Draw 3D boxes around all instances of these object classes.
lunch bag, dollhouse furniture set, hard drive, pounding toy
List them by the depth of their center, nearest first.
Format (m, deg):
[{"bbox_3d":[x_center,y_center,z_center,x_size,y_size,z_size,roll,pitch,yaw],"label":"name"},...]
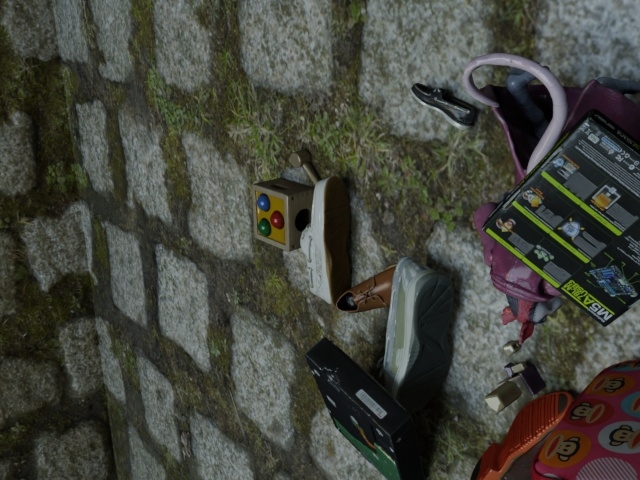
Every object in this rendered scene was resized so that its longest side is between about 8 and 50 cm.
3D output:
[{"bbox_3d":[0.423,0.257,0.757,0.258,0.293,0.120,-6,108,49],"label":"lunch bag"},{"bbox_3d":[0.289,0.236,1.055,0.091,0.114,0.081,60,144,12],"label":"dollhouse furniture set"},{"bbox_3d":[0.095,0.357,1.260,0.237,0.064,0.339,38,157,37],"label":"hard drive"},{"bbox_3d":[-0.066,-0.088,1.370,0.181,0.094,0.206,21,120,45],"label":"pounding toy"}]

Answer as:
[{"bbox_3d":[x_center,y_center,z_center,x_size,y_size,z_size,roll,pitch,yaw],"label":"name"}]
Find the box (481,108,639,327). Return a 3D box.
[{"bbox_3d":[0.315,-0.020,0.721,0.190,0.045,0.184,38,130,4],"label":"box"}]

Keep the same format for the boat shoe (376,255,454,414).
[{"bbox_3d":[0.168,0.185,1.181,0.103,0.118,0.321,41,138,50],"label":"boat shoe"}]

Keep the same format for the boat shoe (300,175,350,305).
[{"bbox_3d":[0.000,0.000,1.311,0.096,0.098,0.277,14,116,34],"label":"boat shoe"}]

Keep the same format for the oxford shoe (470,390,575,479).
[{"bbox_3d":[0.356,0.351,1.058,0.098,0.097,0.271,30,128,4],"label":"oxford shoe"}]

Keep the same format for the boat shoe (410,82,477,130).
[{"bbox_3d":[0.200,-0.227,1.037,0.125,0.046,0.038,44,134,27],"label":"boat shoe"}]

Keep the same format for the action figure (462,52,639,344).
[{"bbox_3d":[0.304,-0.031,0.828,0.248,0.275,0.371,22,106,37],"label":"action figure"}]

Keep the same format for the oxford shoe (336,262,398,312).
[{"bbox_3d":[0.109,0.104,1.251,0.212,0.076,0.076,-34,75,48],"label":"oxford shoe"}]
